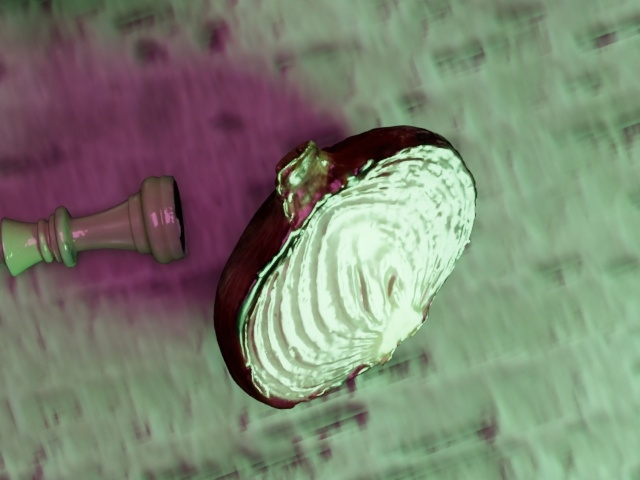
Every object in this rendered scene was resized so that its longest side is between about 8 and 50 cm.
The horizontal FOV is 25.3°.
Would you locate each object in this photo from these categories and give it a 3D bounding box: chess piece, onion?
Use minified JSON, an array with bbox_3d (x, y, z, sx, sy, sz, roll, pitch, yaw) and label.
[{"bbox_3d":[-0.164,-0.002,0.943,0.149,0.059,0.059,-11,89,2],"label":"chess piece"},{"bbox_3d":[0.000,0.000,0.928,0.206,0.098,0.151,-41,117,-12],"label":"onion"}]
